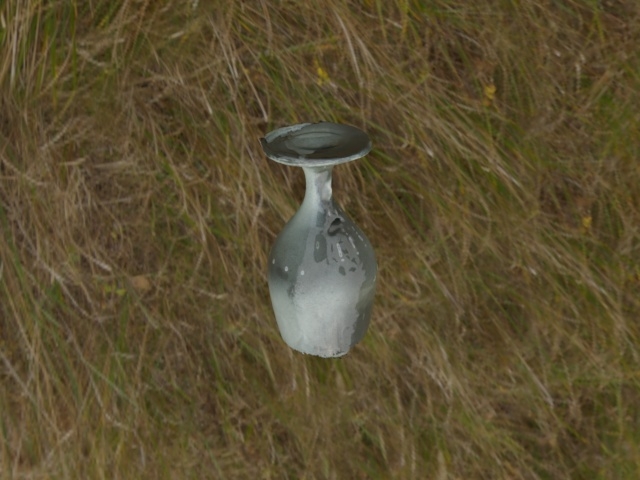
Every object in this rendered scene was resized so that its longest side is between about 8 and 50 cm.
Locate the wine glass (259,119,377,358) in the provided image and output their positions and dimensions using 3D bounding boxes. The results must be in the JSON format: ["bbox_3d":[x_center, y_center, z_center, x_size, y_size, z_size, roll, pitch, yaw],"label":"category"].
[{"bbox_3d":[0.000,0.000,0.908,0.127,0.126,0.241,-9,119,-14],"label":"wine glass"}]
